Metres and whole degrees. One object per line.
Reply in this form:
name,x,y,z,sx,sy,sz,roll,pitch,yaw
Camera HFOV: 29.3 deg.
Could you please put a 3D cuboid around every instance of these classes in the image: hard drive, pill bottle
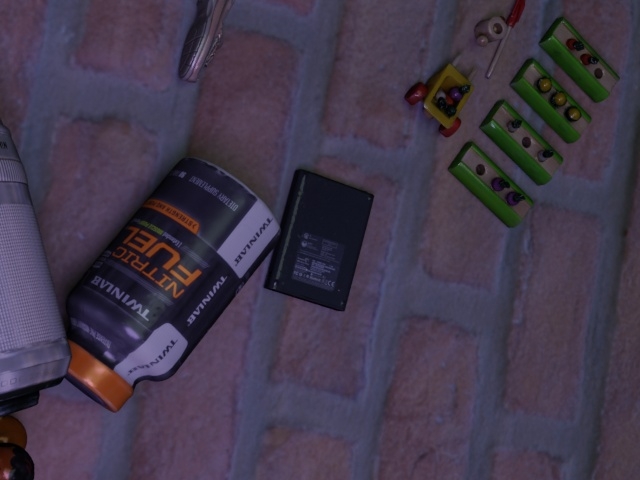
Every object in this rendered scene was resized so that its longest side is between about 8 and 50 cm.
hard drive,0.000,0.000,1.334,0.094,0.022,0.135,19,81,-23
pill bottle,-0.158,0.048,1.201,0.130,0.130,0.245,43,72,-18

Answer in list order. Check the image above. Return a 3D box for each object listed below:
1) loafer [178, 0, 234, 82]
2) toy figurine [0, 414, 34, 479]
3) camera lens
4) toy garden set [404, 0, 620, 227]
loafer,-0.112,-0.220,1.280,0.039,0.045,0.125,21,77,-29
toy figurine,-0.271,0.264,1.099,0.148,0.213,0.209,-38,99,-9
camera lens,-0.347,0.028,1.058,0.219,0.219,0.274,-14,87,-24
toy garden set,0.230,-0.172,1.431,0.204,0.049,0.244,42,73,-18
